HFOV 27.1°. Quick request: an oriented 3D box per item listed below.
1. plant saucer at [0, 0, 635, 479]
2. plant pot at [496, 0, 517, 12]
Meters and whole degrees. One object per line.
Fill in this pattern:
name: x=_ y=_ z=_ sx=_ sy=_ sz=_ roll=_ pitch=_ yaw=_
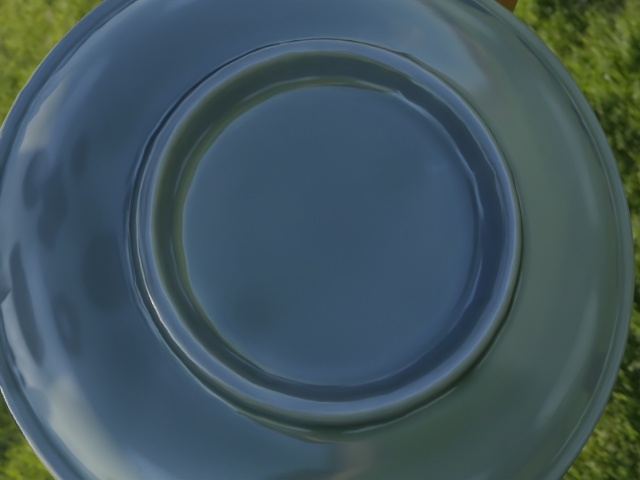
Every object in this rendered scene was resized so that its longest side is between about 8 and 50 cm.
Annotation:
plant saucer: x=0.000 y=0.000 z=0.761 sx=0.400 sy=0.400 sz=0.100 roll=-64 pitch=1 yaw=-13
plant pot: x=0.083 y=-0.230 z=1.027 sx=0.205 sy=0.205 sz=0.188 roll=2 pitch=79 yaw=49
